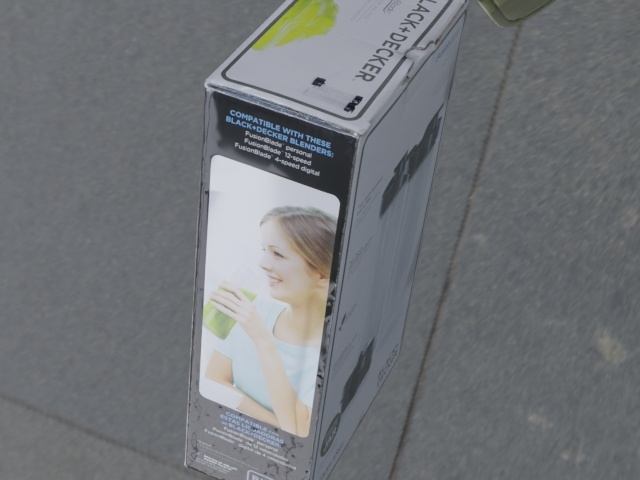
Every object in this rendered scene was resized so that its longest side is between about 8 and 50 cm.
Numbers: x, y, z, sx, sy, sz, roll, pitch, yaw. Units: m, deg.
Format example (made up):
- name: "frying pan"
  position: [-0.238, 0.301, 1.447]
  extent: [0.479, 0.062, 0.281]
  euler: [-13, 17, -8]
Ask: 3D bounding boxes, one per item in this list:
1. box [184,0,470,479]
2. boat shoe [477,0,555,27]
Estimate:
- name: "box"
  position: [0.000, 0.000, 0.768]
  extent: [0.087, 0.169, 0.290]
  euler: [20, 132, 14]
- name: "boat shoe"
  position: [0.115, -0.234, 0.901]
  extent: [0.113, 0.302, 0.103]
  euler: [-32, 79, 5]
